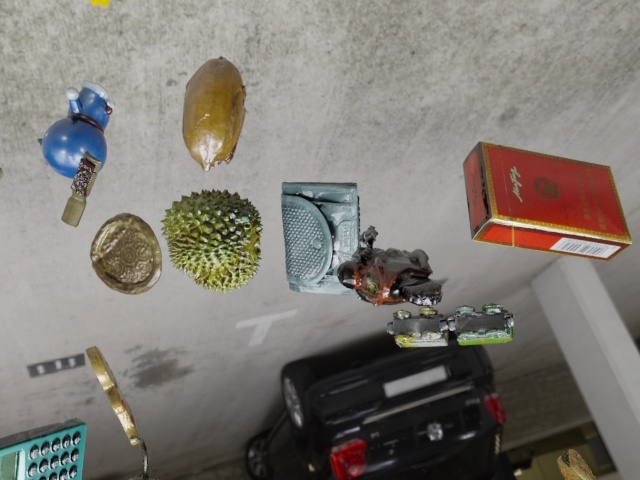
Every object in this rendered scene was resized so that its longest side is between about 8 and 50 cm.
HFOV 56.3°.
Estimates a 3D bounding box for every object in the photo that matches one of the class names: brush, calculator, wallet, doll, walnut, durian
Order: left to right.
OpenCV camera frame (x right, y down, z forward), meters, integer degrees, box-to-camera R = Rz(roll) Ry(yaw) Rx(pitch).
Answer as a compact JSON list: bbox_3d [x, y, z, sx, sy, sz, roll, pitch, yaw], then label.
[{"bbox_3d":[-0.730,0.603,1.540,0.058,0.248,0.274,18,-167,37],"label":"calculator"},{"bbox_3d":[-0.527,-0.100,1.300,0.043,0.036,0.248,36,134,-9],"label":"brush"},{"bbox_3d":[-0.630,-0.287,1.562,0.161,0.256,0.215,6,154,14],"label":"doll"},{"bbox_3d":[-0.219,-0.258,1.218,0.137,0.245,0.137,12,171,2],"label":"walnut"},{"bbox_3d":[-0.262,-0.013,1.531,0.225,0.291,0.291,-32,149,31],"label":"durian"},{"bbox_3d":[0.000,0.000,1.744,0.237,0.341,0.075,3,-160,19],"label":"wallet"}]

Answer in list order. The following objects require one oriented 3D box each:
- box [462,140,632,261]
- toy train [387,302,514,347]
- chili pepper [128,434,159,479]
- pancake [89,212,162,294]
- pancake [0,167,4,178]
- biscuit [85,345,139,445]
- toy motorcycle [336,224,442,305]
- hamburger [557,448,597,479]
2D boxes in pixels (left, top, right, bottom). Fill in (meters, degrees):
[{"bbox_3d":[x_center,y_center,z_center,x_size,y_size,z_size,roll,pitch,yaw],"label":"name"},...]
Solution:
[{"bbox_3d":[0.352,-0.061,0.942,0.240,0.153,0.074,9,152,-12],"label":"box"},{"bbox_3d":[0.211,0.141,0.971,0.202,0.060,0.081,-7,153,21],"label":"toy train"},{"bbox_3d":[-0.221,0.374,0.737,0.059,0.267,0.050,1,-179,-2],"label":"chili pepper"},{"bbox_3d":[-0.564,0.043,1.747,0.250,0.250,0.031,-28,178,21],"label":"pancake"},{"bbox_3d":[-0.935,-0.137,1.529,0.254,0.037,0.253,-12,-163,4],"label":"pancake"},{"bbox_3d":[-0.422,0.310,1.222,0.030,0.153,0.234,-26,122,-23],"label":"biscuit"},{"bbox_3d":[0.135,0.057,1.338,0.207,0.401,0.134,3,107,-2],"label":"toy motorcycle"},{"bbox_3d":[0.412,0.376,0.952,0.044,0.083,0.076,-39,143,10],"label":"hamburger"}]
